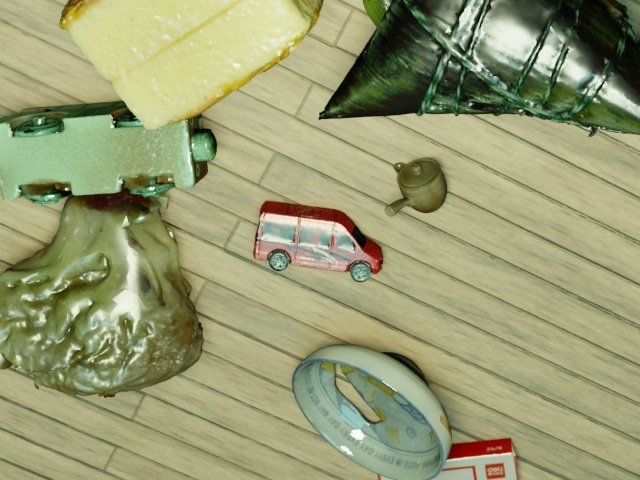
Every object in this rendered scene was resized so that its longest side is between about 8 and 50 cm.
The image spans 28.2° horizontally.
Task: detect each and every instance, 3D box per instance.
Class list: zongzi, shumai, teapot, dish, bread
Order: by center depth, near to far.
[{"bbox_3d":[0.192,-0.230,1.609,0.383,0.319,0.362,33,112,-15],"label":"zongzi"},{"bbox_3d":[-0.147,-0.317,1.621,0.279,0.279,0.207,-29,114,18],"label":"bread"},{"bbox_3d":[0.129,-0.068,1.848,0.085,0.110,0.080,20,148,43],"label":"teapot"},{"bbox_3d":[-0.326,0.065,1.882,0.346,0.217,0.283,17,119,-2],"label":"shumai"},{"bbox_3d":[0.103,0.242,2.004,0.273,0.134,0.273,25,143,20],"label":"dish"}]

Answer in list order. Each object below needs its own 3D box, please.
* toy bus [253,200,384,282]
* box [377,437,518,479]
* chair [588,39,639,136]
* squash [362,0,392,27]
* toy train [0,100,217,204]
[{"bbox_3d":[0.000,0.000,1.904,0.195,0.081,0.089,8,110,0],"label":"toy bus"},{"bbox_3d":[0.214,0.399,2.124,0.229,0.050,0.123,-7,118,8],"label":"box"},{"bbox_3d":[0.505,-0.221,1.706,0.159,0.172,0.247,29,74,-11],"label":"chair"},{"bbox_3d":[0.156,-0.276,1.736,0.331,0.087,0.087,34,116,-14],"label":"squash"},{"bbox_3d":[-0.300,-0.130,1.802,0.326,0.159,0.129,-4,107,10],"label":"toy train"}]
